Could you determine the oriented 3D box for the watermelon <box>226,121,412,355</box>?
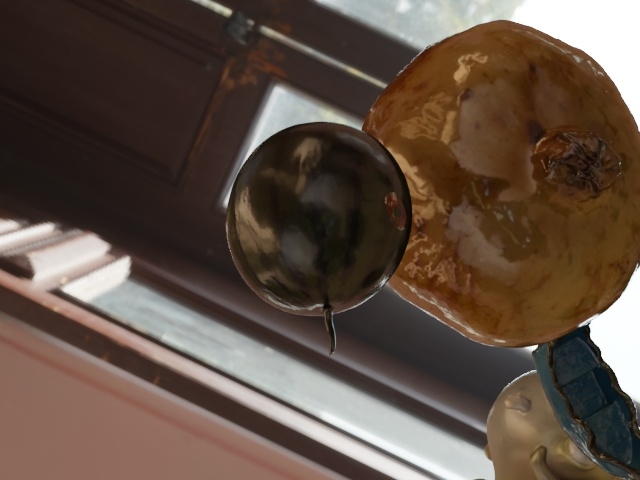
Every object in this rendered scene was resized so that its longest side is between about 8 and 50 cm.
[{"bbox_3d":[0.000,0.000,0.548,0.105,0.105,0.133,114,-24,-68],"label":"watermelon"}]

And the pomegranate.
[{"bbox_3d":[0.139,-0.042,0.748,0.248,0.248,0.248,26,90,-89],"label":"pomegranate"}]

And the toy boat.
[{"bbox_3d":[0.295,0.174,1.032,0.075,0.186,0.077,-22,173,-23],"label":"toy boat"}]

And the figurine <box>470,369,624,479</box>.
[{"bbox_3d":[0.310,0.379,1.329,0.274,0.226,0.395,-29,-131,39],"label":"figurine"}]
